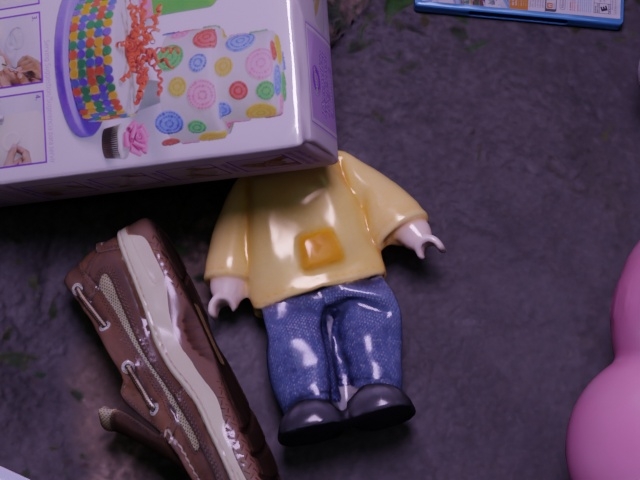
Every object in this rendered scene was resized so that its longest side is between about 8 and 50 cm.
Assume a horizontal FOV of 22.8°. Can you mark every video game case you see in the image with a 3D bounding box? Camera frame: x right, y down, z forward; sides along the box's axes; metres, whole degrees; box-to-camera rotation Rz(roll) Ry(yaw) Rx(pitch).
[{"bbox_3d":[0.162,-0.232,1.282,0.166,0.015,0.119,5,71,0],"label":"video game case"}]

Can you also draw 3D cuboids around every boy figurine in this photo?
[{"bbox_3d":[0.000,0.000,1.156,0.177,0.092,0.285,-10,74,1],"label":"boy figurine"}]

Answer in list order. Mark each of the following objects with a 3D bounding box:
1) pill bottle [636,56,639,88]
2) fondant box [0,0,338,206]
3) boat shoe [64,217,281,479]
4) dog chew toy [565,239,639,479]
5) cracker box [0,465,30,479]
[{"bbox_3d":[0.345,-0.216,1.209,0.153,0.153,0.265,18,71,5],"label":"pill bottle"},{"bbox_3d":[-0.162,-0.156,1.131,0.330,0.096,0.238,-6,81,17],"label":"fondant box"},{"bbox_3d":[-0.107,0.115,1.120,0.095,0.095,0.257,-27,67,4],"label":"boat shoe"},{"bbox_3d":[0.260,0.133,1.068,0.206,0.206,0.332,29,81,8],"label":"dog chew toy"},{"bbox_3d":[-0.307,0.232,1.024,0.155,0.067,0.232,24,63,1],"label":"cracker box"}]
